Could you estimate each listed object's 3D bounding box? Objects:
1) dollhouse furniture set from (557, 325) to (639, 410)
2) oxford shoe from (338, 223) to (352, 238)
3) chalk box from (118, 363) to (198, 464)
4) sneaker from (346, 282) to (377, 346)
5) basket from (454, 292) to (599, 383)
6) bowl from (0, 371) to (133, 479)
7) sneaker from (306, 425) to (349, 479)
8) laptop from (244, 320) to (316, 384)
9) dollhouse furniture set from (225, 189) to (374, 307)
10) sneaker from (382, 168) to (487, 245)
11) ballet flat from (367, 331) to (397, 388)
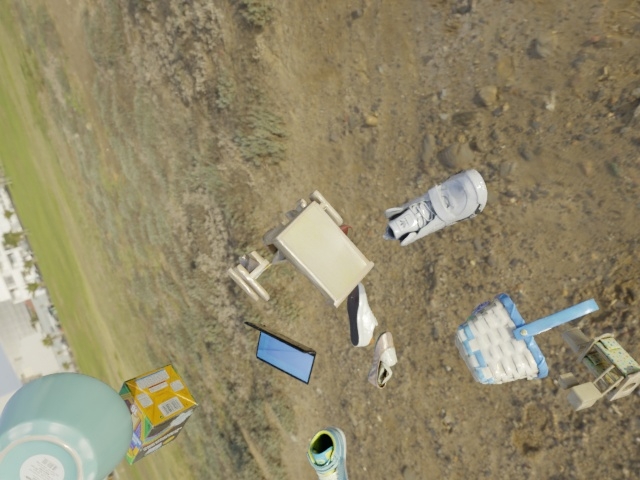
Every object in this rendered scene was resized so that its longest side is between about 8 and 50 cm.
[{"bbox_3d":[0.604,0.268,1.039,0.182,0.160,0.101,-116,24,-45],"label":"dollhouse furniture set"},{"bbox_3d":[0.000,0.000,2.249,0.130,0.348,0.123,29,128,38],"label":"oxford shoe"},{"bbox_3d":[-0.568,0.584,1.489,0.179,0.180,0.289,47,120,21],"label":"chalk box"},{"bbox_3d":[0.196,0.333,2.069,0.105,0.122,0.291,-9,81,60],"label":"sneaker"},{"bbox_3d":[0.464,0.215,1.042,0.255,0.288,0.201,54,-163,-67],"label":"basket"},{"bbox_3d":[-0.613,0.483,1.041,0.163,0.311,0.312,-134,28,-78],"label":"bowl"},{"bbox_3d":[0.023,0.802,1.543,0.208,0.126,0.320,56,-157,-60],"label":"sneaker"},{"bbox_3d":[-0.148,0.397,1.576,0.234,0.137,0.264,22,172,17],"label":"laptop"},{"bbox_3d":[-0.051,0.053,1.416,0.256,0.362,0.394,48,160,-10],"label":"dollhouse furniture set"},{"bbox_3d":[0.324,-0.081,1.344,0.138,0.210,0.366,65,161,8],"label":"sneaker"},{"bbox_3d":[0.304,0.570,2.121,0.106,0.107,0.316,42,135,44],"label":"ballet flat"}]
